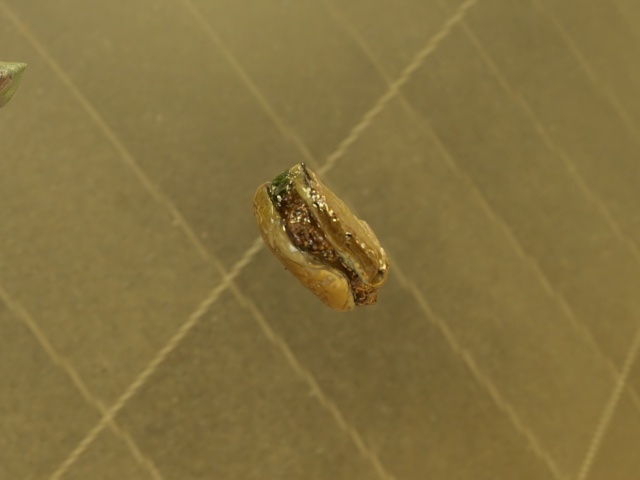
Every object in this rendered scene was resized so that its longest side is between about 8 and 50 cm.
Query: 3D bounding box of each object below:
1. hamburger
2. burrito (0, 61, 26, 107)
[{"bbox_3d":[0.000,0.000,0.938,0.083,0.044,0.076,48,9,-30],"label":"hamburger"},{"bbox_3d":[-0.219,-0.164,0.923,0.229,0.089,0.144,-118,-167,-51],"label":"burrito"}]
